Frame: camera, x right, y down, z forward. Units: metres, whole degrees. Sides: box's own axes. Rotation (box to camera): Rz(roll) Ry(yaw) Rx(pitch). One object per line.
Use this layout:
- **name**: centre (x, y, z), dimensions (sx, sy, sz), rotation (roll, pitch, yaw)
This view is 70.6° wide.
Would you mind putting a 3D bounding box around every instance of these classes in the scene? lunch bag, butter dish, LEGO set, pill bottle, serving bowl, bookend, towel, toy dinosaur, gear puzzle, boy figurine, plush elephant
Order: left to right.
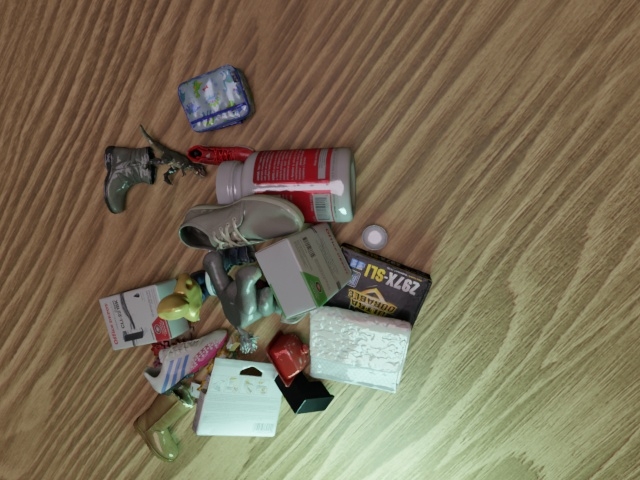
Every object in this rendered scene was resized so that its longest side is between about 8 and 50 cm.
- **toy dinosaur**: centre (-0.519, -0.264, 1.527), dimensions (0.268, 0.064, 0.118), rotation (34, 90, -9)
- **gear puzzle**: centre (-0.561, 0.366, 1.692), dimensions (0.175, 0.044, 0.339), rotation (1, 103, 9)
- **boy figurine**: centre (-0.444, 0.197, 1.513), dimensions (0.092, 0.285, 0.177), rotation (-9, 104, 11)
- **lunch bag**: centre (-0.331, -0.448, 1.452), dimensions (0.219, 0.090, 0.176), rotation (-14, 103, 13)
- **LEGO set**: centre (-0.352, 0.483, 1.658), dimensions (0.107, 0.132, 0.287), rotation (31, 82, -16)
- **plush elephant**: centre (-0.174, 0.165, 1.444), dimensions (0.272, 0.255, 0.330), rotation (5, 113, 49)
- **pill bottle**: centre (-0.101, -0.167, 1.404), dimensions (0.407, 0.229, 0.229), rotation (0, 103, 10)
- **butter dish**: centre (-0.093, 0.389, 1.559), dimensions (0.118, 0.160, 0.160), rotation (-27, 97, 20)
- **bookend**: centre (-0.059, 0.532, 1.622), dimensions (0.157, 0.156, 0.072), rotation (45, 110, 39)
- **towel**: centre (0.120, 0.370, 1.527), dimensions (0.331, 0.053, 0.317), rotation (9, 121, 11)
- **serving bowl**: centre (0.179, -0.012, 1.498), dimensions (0.083, 0.027, 0.083), rotation (2, 103, 8)

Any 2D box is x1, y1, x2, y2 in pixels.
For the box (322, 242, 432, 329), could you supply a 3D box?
- **box**: centre (0.176, 0.182, 1.518), dimensions (0.322, 0.079, 0.257), rotation (21, 103, 4)

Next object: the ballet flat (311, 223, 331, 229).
- **ballet flat**: centre (0.000, 0.000, 1.519), dimensions (0.067, 0.073, 0.206), rotation (10, 103, 35)

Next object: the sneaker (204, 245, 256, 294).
- **sneaker**: centre (-0.309, 0.094, 1.570), dimensions (0.163, 0.086, 0.226), rotation (9, 103, 10)

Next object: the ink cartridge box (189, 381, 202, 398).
- **ink cartridge box**: centre (-0.439, 0.576, 1.728), dimensions (0.115, 0.029, 0.063), rotation (15, 105, 8)

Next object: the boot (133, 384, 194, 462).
- **boot**: centre (-0.574, 0.699, 1.737), dimensions (0.236, 0.089, 0.269), rotation (45, 109, -1)

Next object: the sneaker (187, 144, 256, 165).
- **sneaker**: centre (-0.326, -0.268, 1.469), dimensions (0.221, 0.128, 0.087), rotation (0, 102, 9)

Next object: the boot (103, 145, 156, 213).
- **boot**: centre (-0.654, -0.206, 1.564), dimensions (0.161, 0.083, 0.246), rotation (6, 105, 2)

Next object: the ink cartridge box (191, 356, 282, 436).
- **ink cartridge box**: centre (-0.277, 0.551, 1.601), dimensions (0.296, 0.066, 0.261), rotation (16, 82, -31)

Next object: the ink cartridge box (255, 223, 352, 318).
- **ink cartridge box**: centre (-0.038, 0.079, 1.351), dimensions (0.121, 0.289, 0.211), rotation (-25, 90, 26)

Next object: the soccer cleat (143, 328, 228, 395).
- **soccer cleat**: centre (-0.488, 0.414, 1.624), dimensions (0.331, 0.116, 0.143), rotation (-41, 102, 0)

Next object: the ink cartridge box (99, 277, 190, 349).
- **ink cartridge box**: centre (-0.629, 0.264, 1.613), dimensions (0.273, 0.114, 0.197), rotation (-15, 92, 23)

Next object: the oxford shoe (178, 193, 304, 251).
- **oxford shoe**: centre (-0.242, -0.036, 1.319), dimensions (0.449, 0.130, 0.169), rotation (-3, 135, 32)
